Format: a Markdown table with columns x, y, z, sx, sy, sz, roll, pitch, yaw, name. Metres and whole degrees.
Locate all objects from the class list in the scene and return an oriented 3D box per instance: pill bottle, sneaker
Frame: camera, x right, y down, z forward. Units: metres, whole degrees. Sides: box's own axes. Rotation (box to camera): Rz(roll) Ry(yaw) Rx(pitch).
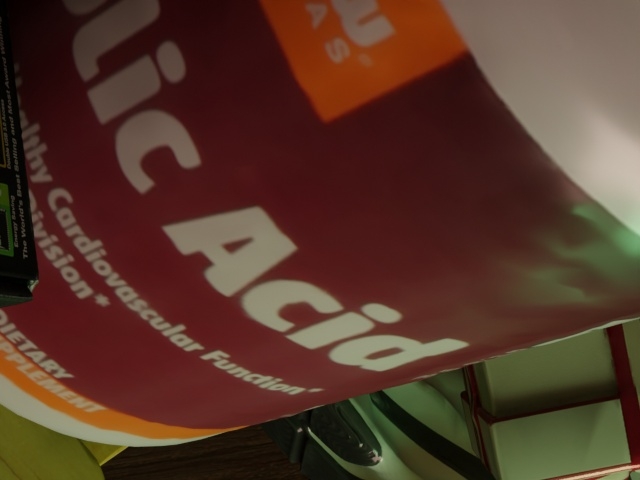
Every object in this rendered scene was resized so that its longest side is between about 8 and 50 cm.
| x | y | z | sx | sy | sz | roll | pitch | yaw | name |
| --- | --- | --- | --- | --- | --- | --- | --- | --- | --- |
| 0.042 | -0.077 | 0.475 | 0.224 | 0.224 | 0.392 | -1 | 165 | -42 | pill bottle |
| 0.115 | 0.114 | 1.341 | 0.257 | 0.447 | 0.169 | -39 | 159 | -25 | sneaker |

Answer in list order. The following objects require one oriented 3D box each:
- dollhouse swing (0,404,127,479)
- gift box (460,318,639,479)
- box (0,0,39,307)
| x | y | z | sx | sy | sz | roll | pitch | yaw | name |
| --- | --- | --- | --- | --- | --- | --- | --- | --- | --- |
| -0.271 | 0.048 | 1.046 | 0.347 | 0.315 | 0.305 | -8 | -145 | 51 | dollhouse swing |
| 0.212 | 0.042 | 1.103 | 0.255 | 0.258 | 0.276 | -11 | 178 | 5 | gift box |
| -0.140 | -0.080 | 0.375 | 0.045 | 0.190 | 0.184 | -12 | 169 | 18 | box |
